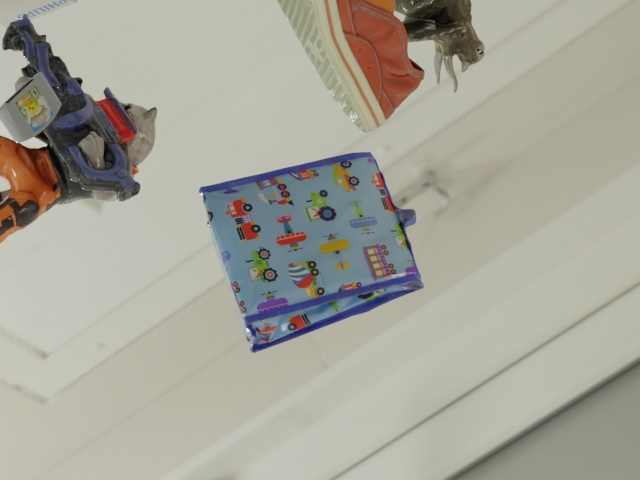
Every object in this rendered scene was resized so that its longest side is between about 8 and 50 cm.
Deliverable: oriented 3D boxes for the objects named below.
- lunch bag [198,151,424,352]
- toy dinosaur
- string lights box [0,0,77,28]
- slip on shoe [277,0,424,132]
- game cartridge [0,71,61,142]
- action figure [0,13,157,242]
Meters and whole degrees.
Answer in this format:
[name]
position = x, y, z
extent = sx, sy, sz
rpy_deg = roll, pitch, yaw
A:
[lunch bag]
position = 0.000, 0.000, 1.644
extent = 0.138, 0.293, 0.221
rpy_deg = 88, 163, -67
[toy dinosaur]
position = 0.094, -0.339, 1.361
extent = 0.313, 0.160, 0.121
rpy_deg = 41, -175, 1
[string lights box]
position = -0.442, -0.460, 1.692
extent = 0.076, 0.133, 0.260
rpy_deg = 27, -129, -61
[slip on shoe]
position = 0.019, -0.243, 1.101
extent = 0.123, 0.101, 0.331
rpy_deg = 48, 173, 41
[game cartridge]
position = -0.350, -0.159, 1.378
extent = 0.083, 0.017, 0.056
rpy_deg = -55, -46, -37
[action figure]
position = -0.379, -0.125, 1.517
extent = 0.178, 0.330, 0.341
rpy_deg = 95, 152, -55
